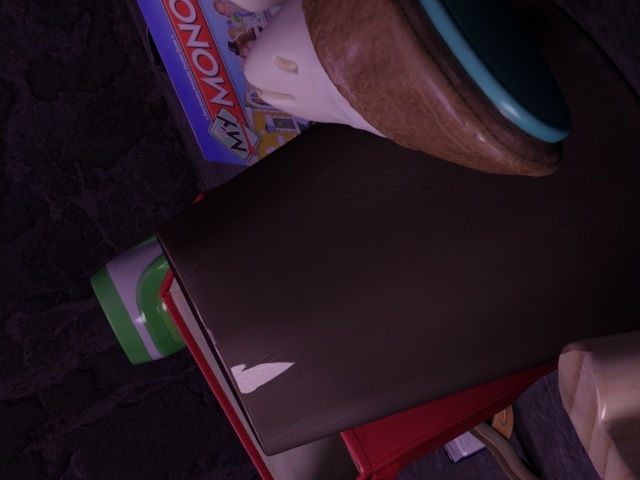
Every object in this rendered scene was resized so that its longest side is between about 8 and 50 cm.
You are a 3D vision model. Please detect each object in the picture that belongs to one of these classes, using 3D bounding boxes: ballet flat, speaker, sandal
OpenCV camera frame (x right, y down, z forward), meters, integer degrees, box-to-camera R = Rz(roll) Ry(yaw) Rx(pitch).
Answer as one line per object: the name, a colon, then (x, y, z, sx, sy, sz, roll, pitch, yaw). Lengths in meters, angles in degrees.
ballet flat: (0.007, -0.138, 0.639, 0.116, 0.124, 0.342, 21, -141, -48)
speaker: (-0.099, 0.024, 1.495, 0.131, 0.296, 0.131, 62, 173, 14)
sandal: (0.152, 0.154, 1.201, 0.180, 0.049, 0.072, 51, -176, -23)

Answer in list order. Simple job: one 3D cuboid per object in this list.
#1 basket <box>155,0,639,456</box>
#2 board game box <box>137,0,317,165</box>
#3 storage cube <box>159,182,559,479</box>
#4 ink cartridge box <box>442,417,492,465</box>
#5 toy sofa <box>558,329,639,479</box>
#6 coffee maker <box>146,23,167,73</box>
basket: (0.045, 0.003, 0.681, 0.204, 0.226, 0.154, 58, 171, 32)
board game box: (-0.046, -0.185, 0.950, 0.213, 0.046, 0.317, 8, 135, 36)
storage cube: (0.034, 0.042, 0.856, 0.215, 0.193, 0.184, 60, 157, 13)
ink cartridge box: (0.110, 0.122, 1.361, 0.207, 0.046, 0.097, 63, 172, 12)
toy sofa: (0.128, 0.160, 0.511, 0.363, 0.150, 0.177, 99, 158, -46)
coffee maker: (-0.141, -0.288, 1.509, 0.178, 0.120, 0.171, 60, 149, 15)
